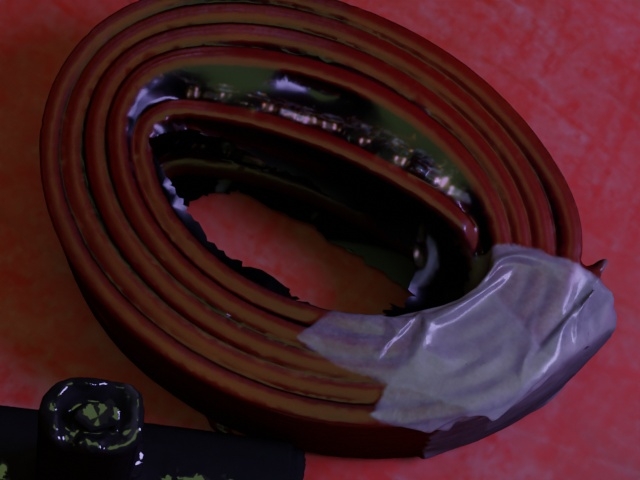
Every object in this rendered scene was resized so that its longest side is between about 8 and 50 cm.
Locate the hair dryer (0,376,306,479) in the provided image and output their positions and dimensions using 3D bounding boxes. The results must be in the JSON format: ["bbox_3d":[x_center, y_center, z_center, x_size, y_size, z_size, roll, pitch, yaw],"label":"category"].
[{"bbox_3d":[-0.104,0.115,0.948,0.197,0.251,0.089,8,73,-2],"label":"hair dryer"}]

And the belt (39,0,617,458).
[{"bbox_3d":[0.000,0.000,1.061,0.324,0.115,0.227,30,76,8],"label":"belt"}]
